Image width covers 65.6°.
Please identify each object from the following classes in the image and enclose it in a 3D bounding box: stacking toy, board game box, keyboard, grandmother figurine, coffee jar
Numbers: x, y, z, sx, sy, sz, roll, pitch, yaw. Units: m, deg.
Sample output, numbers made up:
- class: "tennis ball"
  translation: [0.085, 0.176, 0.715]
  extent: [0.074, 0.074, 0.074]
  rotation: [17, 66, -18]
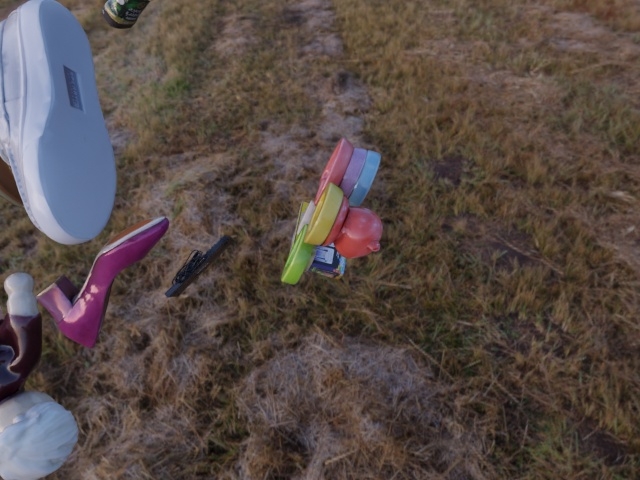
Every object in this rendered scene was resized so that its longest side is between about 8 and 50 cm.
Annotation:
- class: "stacking toy"
  translation: [0.039, -0.038, 1.036]
  extent: [0.130, 0.279, 0.309]
  rotation: [23, 43, -7]
- class: "board game box"
  translation: [0.000, 0.000, 1.266]
  extent: [0.141, 0.048, 0.170]
  rotation: [15, 66, -8]
- class: "keyboard"
  translation: [-0.282, 0.050, 1.127]
  extent: [0.038, 0.100, 0.192]
  rotation: [44, 86, 5]
- class: "grandmother figurine"
  translation: [-0.387, 0.112, 0.562]
  extent: [0.342, 0.208, 0.104]
  rotation: [54, 22, 8]
- class: "coffee jar"
  translation: [-0.553, -0.699, 1.444]
  extent: [0.184, 0.079, 0.096]
  rotation: [-30, 7, 36]

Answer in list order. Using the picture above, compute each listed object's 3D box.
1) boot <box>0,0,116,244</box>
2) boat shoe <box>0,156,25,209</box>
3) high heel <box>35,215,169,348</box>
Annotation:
- class: "boot"
  translation: [-0.284, -0.103, 0.483]
  extent: [0.123, 0.095, 0.258]
  rotation: [-19, 70, 16]
- class: "boat shoe"
  translation: [-0.452, -0.187, 0.702]
  extent: [0.120, 0.324, 0.122]
  rotation: [-7, 32, 28]
- class: "high heel"
  translation: [-0.461, 0.096, 1.151]
  extent: [0.377, 0.181, 0.127]
  rotation: [-31, 20, 14]
